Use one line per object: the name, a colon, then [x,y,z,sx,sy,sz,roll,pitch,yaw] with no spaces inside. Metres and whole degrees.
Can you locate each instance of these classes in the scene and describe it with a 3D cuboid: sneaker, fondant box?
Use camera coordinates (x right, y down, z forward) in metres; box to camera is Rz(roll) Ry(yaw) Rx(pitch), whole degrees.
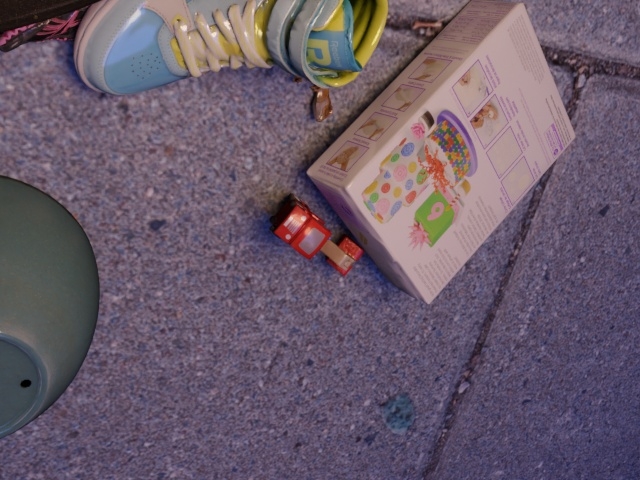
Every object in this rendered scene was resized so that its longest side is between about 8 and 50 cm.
sneaker: [-0.077,-0.206,0.710,0.319,0.208,0.127,-32,145,-9]
sneaker: [-0.268,-0.217,0.719,0.119,0.047,0.057,-33,139,-6]
fondant box: [0.172,-0.116,0.942,0.330,0.096,0.238,-47,128,-11]

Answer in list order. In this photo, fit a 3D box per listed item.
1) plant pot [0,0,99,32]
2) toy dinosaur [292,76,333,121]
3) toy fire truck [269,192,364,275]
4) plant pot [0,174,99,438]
plant pot: [-0.250,-0.291,0.606,0.167,0.188,0.187,-18,124,-33]
toy dinosaur: [0.010,-0.248,0.848,0.112,0.064,0.211,-8,131,-45]
toy fire truck: [0.000,0.000,0.921,0.135,0.192,0.047,39,94,-9]
plant pot: [-0.365,0.098,0.744,0.290,0.195,0.290,-13,122,-22]
